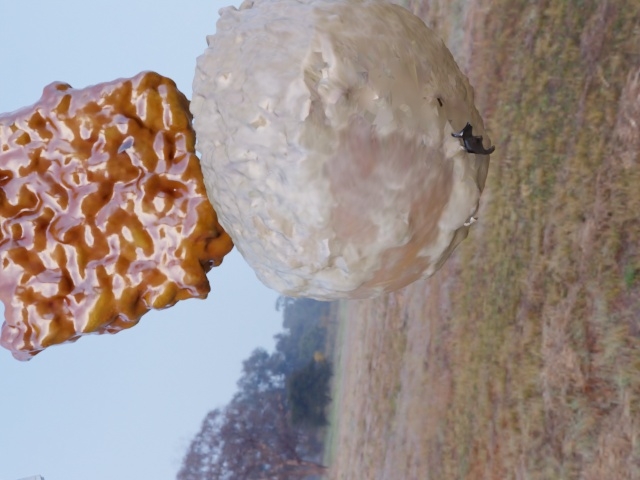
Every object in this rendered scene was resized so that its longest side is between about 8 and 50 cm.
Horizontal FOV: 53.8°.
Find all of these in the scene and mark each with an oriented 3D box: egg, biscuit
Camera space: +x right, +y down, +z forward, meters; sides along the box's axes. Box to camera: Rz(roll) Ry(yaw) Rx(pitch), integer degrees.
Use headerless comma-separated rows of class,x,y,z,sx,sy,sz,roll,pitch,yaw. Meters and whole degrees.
egg,0.017,-0.077,0.572,0.310,0.279,0.279,64,-151,-43
biscuit,-0.281,-0.041,0.787,0.110,0.318,0.312,125,125,-79

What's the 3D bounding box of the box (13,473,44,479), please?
box,-0.347,0.373,0.756,0.130,0.051,0.129,14,105,60
